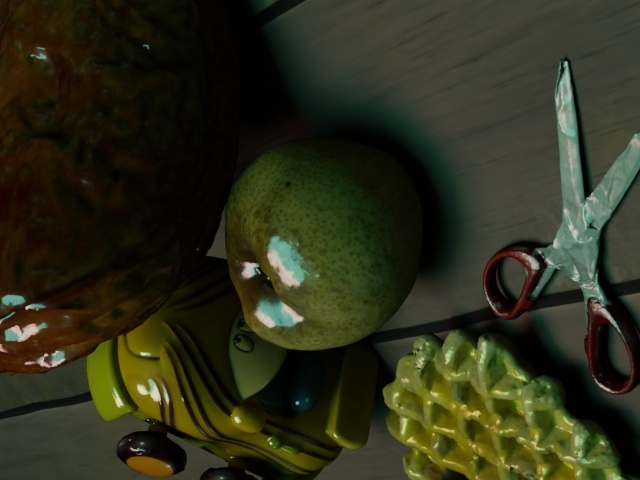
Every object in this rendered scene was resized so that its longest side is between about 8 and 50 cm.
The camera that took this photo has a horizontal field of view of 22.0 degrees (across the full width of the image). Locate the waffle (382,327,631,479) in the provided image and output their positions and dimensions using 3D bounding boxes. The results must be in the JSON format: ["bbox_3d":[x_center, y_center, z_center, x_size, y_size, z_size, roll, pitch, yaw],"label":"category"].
[{"bbox_3d":[0.151,0.178,1.307,0.250,0.056,0.261,53,154,4],"label":"waffle"}]

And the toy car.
[{"bbox_3d":[-0.067,0.110,1.397,0.248,0.200,0.142,27,145,-29],"label":"toy car"}]

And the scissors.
[{"bbox_3d":[0.178,-0.008,1.131,0.144,0.017,0.248,36,143,29],"label":"scissors"}]

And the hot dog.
[{"bbox_3d":[-0.192,-0.076,1.340,0.174,0.388,0.267,21,162,-38],"label":"hot dog"}]

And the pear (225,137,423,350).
[{"bbox_3d":[0.000,0.000,1.270,0.167,0.136,0.167,43,143,45],"label":"pear"}]
